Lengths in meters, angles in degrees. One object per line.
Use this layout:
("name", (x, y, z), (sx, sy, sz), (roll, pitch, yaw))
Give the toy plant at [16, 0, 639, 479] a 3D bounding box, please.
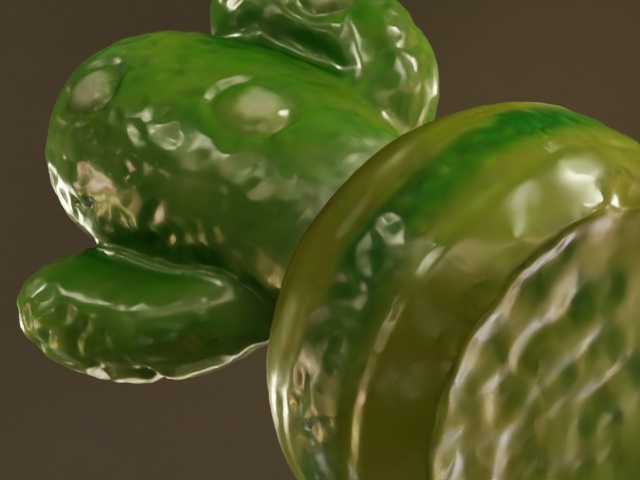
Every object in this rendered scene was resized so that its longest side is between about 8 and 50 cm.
("toy plant", (0.000, 0.000, 0.831), (0.224, 0.316, 0.184), (-47, -44, -10))
